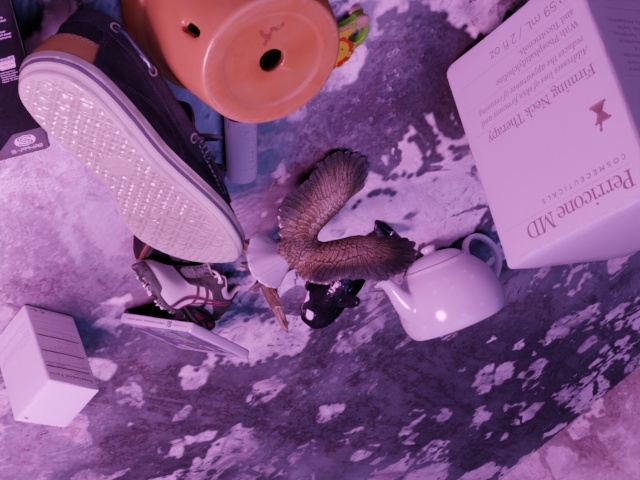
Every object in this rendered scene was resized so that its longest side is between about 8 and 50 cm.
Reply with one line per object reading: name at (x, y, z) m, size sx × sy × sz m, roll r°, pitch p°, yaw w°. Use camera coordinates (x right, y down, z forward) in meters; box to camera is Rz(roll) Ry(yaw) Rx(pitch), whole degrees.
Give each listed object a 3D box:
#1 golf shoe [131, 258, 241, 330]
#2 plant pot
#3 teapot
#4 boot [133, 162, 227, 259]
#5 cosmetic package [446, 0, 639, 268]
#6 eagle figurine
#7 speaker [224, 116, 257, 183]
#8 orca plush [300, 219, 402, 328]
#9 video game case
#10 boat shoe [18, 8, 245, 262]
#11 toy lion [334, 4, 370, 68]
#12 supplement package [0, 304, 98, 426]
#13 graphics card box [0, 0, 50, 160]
golf shoe at (-0.246, 0.076, 1.575) m, size 0.120 × 0.105 × 0.273 m, roll -43°, pitch 153°, yaw 1°
plant pot at (-0.106, -0.298, 1.185) m, size 0.291 × 0.203 × 0.291 m, roll -19°, pitch 141°, yaw -17°
teapot at (0.276, 0.096, 1.898) m, size 0.252 × 0.187 × 0.256 m, roll -22°, pitch 178°, yaw 17°
boot at (-0.239, -0.051, 1.452) m, size 0.106 × 0.082 × 0.219 m, roll 7°, pitch 125°, yaw -36°
cosmetic package at (0.483, -0.196, 1.473) m, size 0.327 × 0.393 × 0.329 m, roll -3°, pitch 160°, yaw -34°
eagle figurine at (-0.001, -0.006, 1.593) m, size 0.298 × 0.225 × 0.226 m, roll -27°, pitch 133°, yaw 9°
speaker at (-0.132, -0.160, 1.432) m, size 0.055 × 0.055 × 0.136 m, roll -18°, pitch 139°, yaw -19°
orca plush at (0.074, 0.099, 1.815) m, size 0.287 × 0.102 × 0.151 m, roll -40°, pitch 142°, yaw 8°
video game case at (-0.256, 0.183, 1.637) m, size 0.190 × 0.173 × 0.022 m, roll 38°, pitch 61°, yaw -53°
boat shoe at (-0.237, -0.126, 1.243) m, size 0.187 × 0.156 × 0.500 m, roll -2°, pitch 146°, yaw 24°
toy lion at (0.033, -0.323, 1.398) m, size 0.100 × 0.034 × 0.096 m, roll -27°, pitch 148°, yaw -9°
supplement package at (-0.478, 0.218, 1.490) m, size 0.105 × 0.179 × 0.105 m, roll -46°, pitch 140°, yaw 17°
graphics card box at (-0.489, -0.248, 1.056) m, size 0.233 × 0.094 × 0.371 m, roll -19°, pitch 139°, yaw -18°
